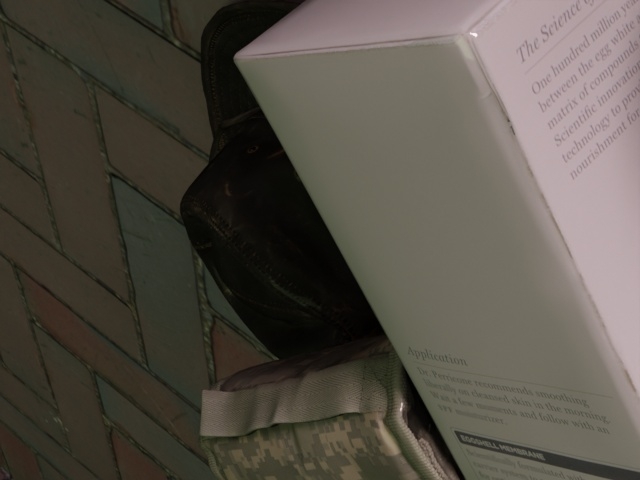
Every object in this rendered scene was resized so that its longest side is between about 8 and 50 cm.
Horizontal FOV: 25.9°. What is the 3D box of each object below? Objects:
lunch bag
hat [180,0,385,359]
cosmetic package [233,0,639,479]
[{"bbox_3d":[0.096,0.124,0.750,0.287,0.168,0.235,14,164,-24],"label":"lunch bag"},{"bbox_3d":[0.000,0.000,0.901,0.331,0.134,0.331,35,149,25],"label":"hat"},{"bbox_3d":[0.125,-0.043,0.559,0.138,0.224,0.224,6,131,52],"label":"cosmetic package"}]
